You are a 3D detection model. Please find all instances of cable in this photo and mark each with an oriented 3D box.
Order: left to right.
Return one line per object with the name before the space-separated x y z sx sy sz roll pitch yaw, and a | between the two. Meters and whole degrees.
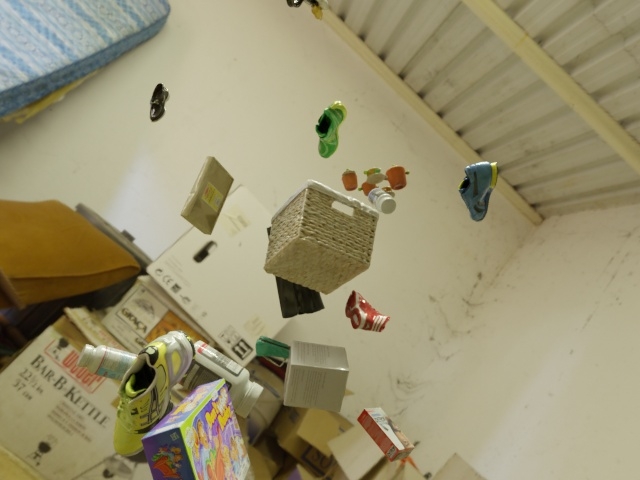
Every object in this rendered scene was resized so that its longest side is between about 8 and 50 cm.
cable | -0.031 -0.836 1.482 0.072 0.139 0.287 18 24 9

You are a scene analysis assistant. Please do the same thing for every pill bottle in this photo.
pill bottle | -0.647 0.373 1.341 0.160 0.087 0.087 26 -5 -27
pill bottle | -0.388 0.543 1.696 0.319 0.176 0.176 32 -13 3
pill bottle | 0.248 -0.157 1.762 0.078 0.078 0.137 48 4 -26

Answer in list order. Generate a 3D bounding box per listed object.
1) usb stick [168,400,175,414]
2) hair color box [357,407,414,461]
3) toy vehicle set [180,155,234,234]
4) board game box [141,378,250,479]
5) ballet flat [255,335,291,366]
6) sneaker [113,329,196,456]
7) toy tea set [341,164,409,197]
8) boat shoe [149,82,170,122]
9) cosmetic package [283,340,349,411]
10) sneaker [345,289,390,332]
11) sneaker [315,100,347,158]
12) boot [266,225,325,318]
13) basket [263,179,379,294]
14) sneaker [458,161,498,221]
usb stick | -0.606 0.747 1.817 0.045 0.077 0.278 12 -40 9
hair color box | 0.204 0.607 1.383 0.093 0.053 0.167 20 17 -46
toy vehicle set | -0.437 -0.174 1.722 0.035 0.266 0.166 9 -23 24
board game box | -0.255 0.471 0.969 0.347 0.078 0.233 73 -2 -87
ballet flat | -0.113 0.409 1.559 0.248 0.087 0.083 16 -1 -4
sneaker | -0.476 0.405 1.152 0.145 0.384 0.147 30 12 23
toy tea set | 0.254 -0.297 2.064 0.336 0.124 0.200 9 -31 -36
boat shoe | -0.434 -0.369 1.172 0.046 0.125 0.038 -1 -33 13
cosmetic package | -0.016 0.432 1.409 0.184 0.151 0.151 9 15 -6
sneaker | 0.163 0.256 1.518 0.128 0.087 0.221 20 21 -11
sneaker | 0.022 -0.478 1.918 0.109 0.124 0.295 50 -30 23
boot | -0.055 0.121 2.085 0.146 0.367 0.444 16 61 -67
basket | 0.000 0.000 1.667 0.329 0.266 0.331 23 -36 -22
sneaker | 0.375 -0.117 1.080 0.082 0.069 0.209 -2 -31 9
